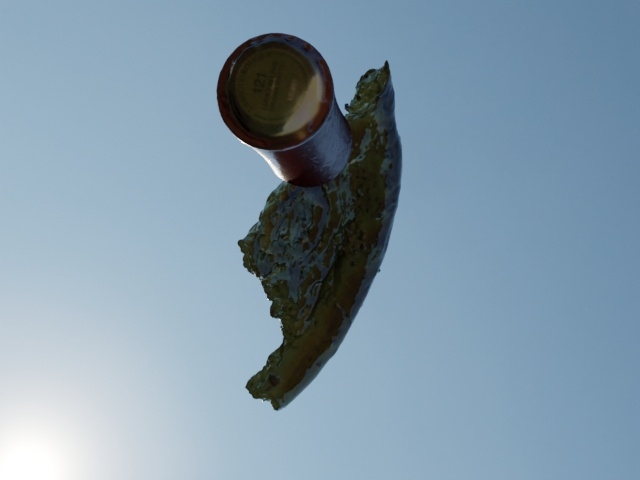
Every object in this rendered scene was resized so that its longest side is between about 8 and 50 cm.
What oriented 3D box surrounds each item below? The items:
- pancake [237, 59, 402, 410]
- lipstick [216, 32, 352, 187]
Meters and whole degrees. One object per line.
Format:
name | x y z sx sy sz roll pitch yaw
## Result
pancake | 0.004 0.002 1.033 0.054 0.197 0.377 32 -62 41
lipstick | -0.020 -0.089 0.783 0.080 0.241 0.080 0 -92 5
